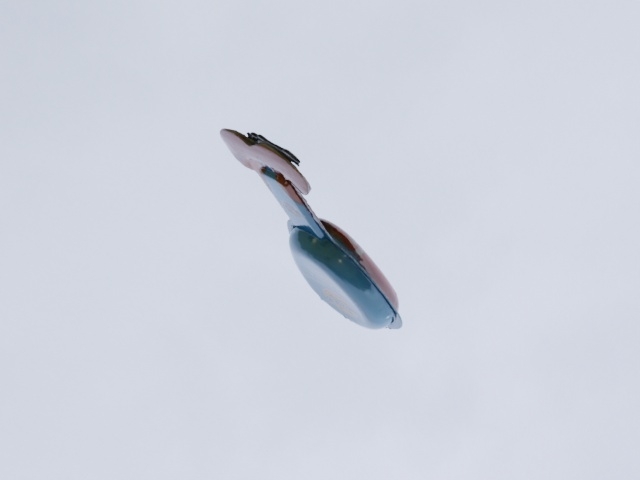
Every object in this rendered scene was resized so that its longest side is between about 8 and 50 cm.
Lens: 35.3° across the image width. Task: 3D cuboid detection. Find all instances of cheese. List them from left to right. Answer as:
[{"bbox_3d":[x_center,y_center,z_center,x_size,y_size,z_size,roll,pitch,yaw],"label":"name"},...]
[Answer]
[{"bbox_3d":[0.000,0.000,0.759,0.106,0.256,0.037,26,-111,38],"label":"cheese"}]
